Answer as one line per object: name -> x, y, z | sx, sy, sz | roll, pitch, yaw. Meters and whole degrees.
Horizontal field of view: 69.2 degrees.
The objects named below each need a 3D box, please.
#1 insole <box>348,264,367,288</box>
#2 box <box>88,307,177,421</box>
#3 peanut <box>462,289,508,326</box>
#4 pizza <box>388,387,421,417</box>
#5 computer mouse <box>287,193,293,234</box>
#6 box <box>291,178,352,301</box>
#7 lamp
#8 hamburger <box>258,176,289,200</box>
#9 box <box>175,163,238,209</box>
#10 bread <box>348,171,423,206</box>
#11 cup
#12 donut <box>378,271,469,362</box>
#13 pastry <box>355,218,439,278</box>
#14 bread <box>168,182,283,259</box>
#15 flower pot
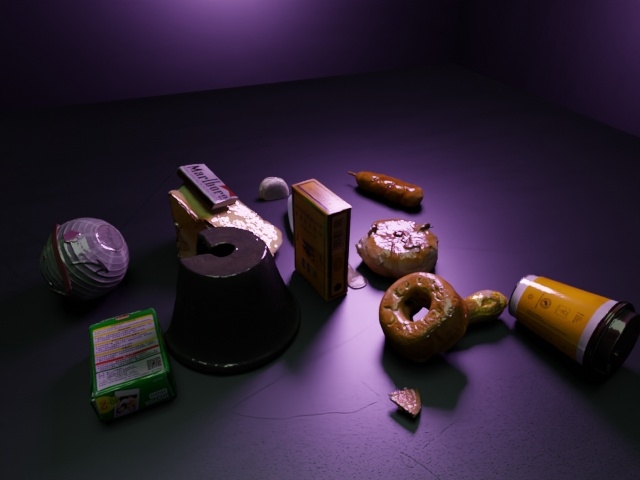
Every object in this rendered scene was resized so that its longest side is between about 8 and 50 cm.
insole -> 0.059, 0.080, 1.488 | 0.086, 0.005, 0.253 | -22, 40, -28
box -> -0.454, 0.287, 1.104 | 0.179, 0.103, 0.250 | -14, 39, -19
peanut -> 0.414, 0.189, 1.264 | 0.206, 0.087, 0.087 | -13, 37, -15
pizza -> 0.191, 0.365, 1.058 | 0.078, 0.025, 0.083 | 14, 30, 11
computer mouse -> -0.036, -0.098, 1.668 | 0.159, 0.097, 0.289 | -3, 34, -9
box -> 0.000, 0.000, 1.342 | 0.083, 0.302, 0.193 | -20, 39, -26
lamp -> -0.677, 0.058, 1.332 | 0.232, 0.233, 0.265 | -15, 50, -20
hamburger -> -0.188, -0.208, 1.835 | 0.121, 0.084, 0.054 | -14, 39, -17
box -> -0.359, -0.175, 1.477 | 0.177, 0.036, 0.115 | 43, 30, 13
bread -> 0.252, -0.214, 1.848 | 0.343, 0.084, 0.124 | 24, 19, 31
cup -> 0.634, 0.200, 1.174 | 0.196, 0.197, 0.279 | -21, 31, -28
donut -> 0.257, 0.190, 1.184 | 0.226, 0.114, 0.227 | -18, 48, 21
pastry -> 0.253, 0.019, 1.476 | 0.235, 0.121, 0.257 | 26, 43, 32
bread -> -0.302, -0.069, 1.486 | 0.314, 0.279, 0.248 | -3, 26, 16
flower pot -> -0.229, 0.123, 1.217 | 0.378, 0.251, 0.379 | 1, 33, -1
